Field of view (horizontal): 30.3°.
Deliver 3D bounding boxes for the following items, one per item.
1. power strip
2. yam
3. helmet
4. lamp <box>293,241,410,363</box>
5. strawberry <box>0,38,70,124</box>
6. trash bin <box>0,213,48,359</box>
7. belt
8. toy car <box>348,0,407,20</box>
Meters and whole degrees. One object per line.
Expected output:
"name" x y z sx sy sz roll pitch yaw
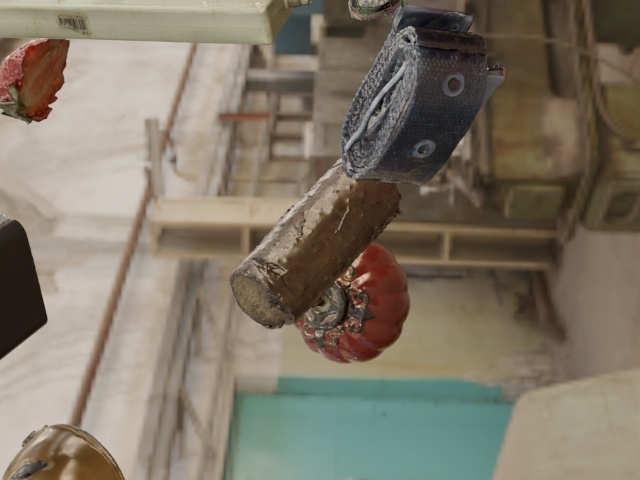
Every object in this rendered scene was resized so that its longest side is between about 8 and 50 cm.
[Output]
"power strip" -0.181 -0.240 1.170 0.106 0.367 0.043 -65 -28 -43
"yam" 0.000 -0.001 1.680 0.280 0.131 0.131 -47 -23 -27
"helmet" -0.338 0.348 1.525 0.130 0.198 0.224 -42 -13 -36
"lamp" 0.044 0.102 2.048 0.227 0.226 0.227 1 -90 -89
"strawberry" -0.485 -0.283 1.985 0.147 0.082 0.187 99 -163 -54
"trash bin" -0.424 0.080 1.285 0.225 0.115 0.165 -39 -46 -41
"belt" 0.115 -0.146 1.322 0.218 0.128 0.122 123 142 -46
"toy car" 0.065 -0.326 1.426 0.055 0.069 0.142 57 -153 -54
